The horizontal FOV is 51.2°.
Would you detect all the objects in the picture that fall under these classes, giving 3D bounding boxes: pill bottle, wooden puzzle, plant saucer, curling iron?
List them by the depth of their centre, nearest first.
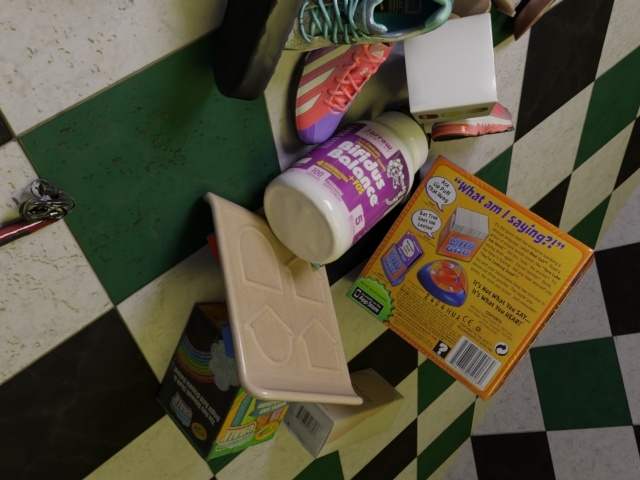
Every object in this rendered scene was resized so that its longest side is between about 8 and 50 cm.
[{"bbox_3d":[-0.432,-0.002,0.813,0.274,0.035,0.068,-31,138,-30],"label":"curling iron"},{"bbox_3d":[-0.073,0.114,1.119,0.080,0.348,0.322,-28,154,22],"label":"wooden puzzle"},{"bbox_3d":[0.057,-0.106,1.162,0.301,0.169,0.169,-42,148,-35],"label":"pill bottle"},{"bbox_3d":[0.456,-0.491,1.349,0.198,0.036,0.198,-47,179,-1],"label":"plant saucer"}]

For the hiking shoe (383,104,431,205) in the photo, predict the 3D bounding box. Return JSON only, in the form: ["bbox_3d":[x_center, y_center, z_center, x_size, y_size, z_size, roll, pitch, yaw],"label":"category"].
[{"bbox_3d":[0.180,-0.171,1.340,0.114,0.086,0.227,-27,139,-27],"label":"hiking shoe"}]

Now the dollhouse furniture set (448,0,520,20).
[{"bbox_3d":[0.379,-0.470,1.214,0.355,0.174,0.303,13,112,-54],"label":"dollhouse furniture set"}]

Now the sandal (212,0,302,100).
[{"bbox_3d":[-0.062,-0.381,0.790,0.107,0.167,0.446,6,118,-32],"label":"sandal"}]

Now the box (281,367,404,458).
[{"bbox_3d":[0.064,0.440,1.739,0.311,0.148,0.121,-2,122,-51],"label":"box"}]

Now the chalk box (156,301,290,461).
[{"bbox_3d":[-0.173,0.281,1.269,0.179,0.180,0.289,-1,123,-50],"label":"chalk box"}]

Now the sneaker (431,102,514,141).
[{"bbox_3d":[0.322,-0.283,1.384,0.314,0.115,0.136,-19,104,-57],"label":"sneaker"}]

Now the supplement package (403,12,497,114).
[{"bbox_3d":[0.215,-0.275,1.113,0.244,0.139,0.134,-25,109,-77],"label":"supplement package"}]

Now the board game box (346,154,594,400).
[{"bbox_3d":[0.343,0.081,1.475,0.356,0.356,0.356,-57,159,8],"label":"board game box"}]

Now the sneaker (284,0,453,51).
[{"bbox_3d":[0.043,-0.316,0.905,0.282,0.122,0.110,-8,115,4],"label":"sneaker"}]

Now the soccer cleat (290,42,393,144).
[{"bbox_3d":[0.046,-0.283,1.042,0.108,0.116,0.318,-6,126,-48],"label":"soccer cleat"}]

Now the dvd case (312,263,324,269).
[{"bbox_3d":[0.000,0.000,1.266,0.013,0.087,0.119,-27,-177,30],"label":"dvd case"}]
